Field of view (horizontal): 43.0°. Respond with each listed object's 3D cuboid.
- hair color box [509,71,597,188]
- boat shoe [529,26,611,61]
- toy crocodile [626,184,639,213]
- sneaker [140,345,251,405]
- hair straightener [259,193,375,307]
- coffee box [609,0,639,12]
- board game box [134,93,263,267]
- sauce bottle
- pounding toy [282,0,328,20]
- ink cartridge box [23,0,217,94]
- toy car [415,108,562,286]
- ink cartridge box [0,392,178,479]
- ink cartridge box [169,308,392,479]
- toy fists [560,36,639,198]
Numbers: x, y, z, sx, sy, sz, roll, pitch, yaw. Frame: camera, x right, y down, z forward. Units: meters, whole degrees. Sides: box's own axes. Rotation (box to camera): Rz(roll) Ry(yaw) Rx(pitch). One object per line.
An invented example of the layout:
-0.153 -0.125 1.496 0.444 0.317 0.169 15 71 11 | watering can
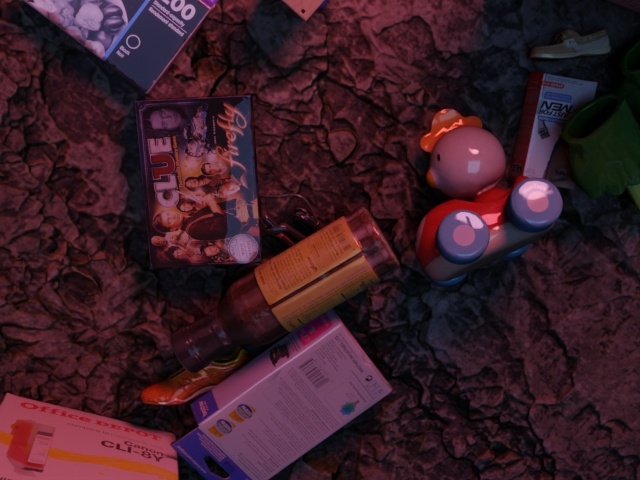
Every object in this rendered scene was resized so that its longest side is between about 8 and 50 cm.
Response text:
0.360 -0.170 1.260 0.093 0.053 0.167 6 103 -13 | hair color box
0.379 -0.300 1.239 0.135 0.050 0.045 -10 101 -18 | boat shoe
0.636 -0.156 1.287 0.340 0.105 0.115 -31 106 -2 | toy crocodile
-0.193 0.205 1.245 0.175 0.064 0.067 -17 102 -17 | sneaker
0.000 0.000 1.244 0.230 0.047 0.089 42 92 -12 | hair straightener
0.454 -0.489 1.018 0.334 0.338 0.338 22 99 3 | coffee box
-0.172 -0.084 1.175 0.165 0.042 0.243 -3 103 0 | board game box
-0.057 0.078 1.176 0.344 0.111 0.111 -29 106 6 | sauce bottle
0.007 -0.375 1.120 0.100 0.141 0.130 39 108 -16 | pounding toy
-0.259 -0.344 1.113 0.206 0.045 0.208 37 93 -15 | ink cartridge box
0.210 -0.079 1.208 0.210 0.219 0.238 -24 77 -4 | toy car
-0.341 0.369 1.085 0.279 0.384 0.160 18 96 -14 | ink cartridge box
-0.061 0.256 1.250 0.311 0.065 0.186 -37 127 -3 | ink cartridge box
0.471 -0.185 1.231 0.279 0.096 0.142 -48 121 -15 | toy fists
